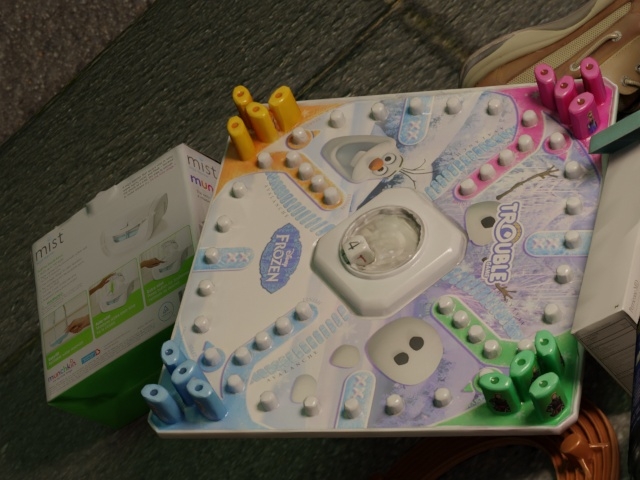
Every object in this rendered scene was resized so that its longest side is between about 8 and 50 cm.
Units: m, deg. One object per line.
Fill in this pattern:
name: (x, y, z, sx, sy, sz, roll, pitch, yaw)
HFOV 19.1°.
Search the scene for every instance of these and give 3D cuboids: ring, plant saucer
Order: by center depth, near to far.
ring: (0.106, 0.249, 1.592, 0.336, 0.032, 0.336, -37, 22, 18)
plant saucer: (0.309, -0.101, 1.731, 0.067, 0.018, 0.192, -30, -12, 31)

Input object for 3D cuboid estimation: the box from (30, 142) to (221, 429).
box: (-0.205, 0.055, 2.233, 0.262, 0.127, 0.231, -33, 50, 26)

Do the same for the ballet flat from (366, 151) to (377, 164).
ballet flat: (0.101, -0.047, 1.948, 0.096, 0.095, 0.280, -55, -21, 23)

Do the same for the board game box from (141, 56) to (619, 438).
board game box: (0.057, 0.000, 1.715, 0.390, 0.050, 0.390, -3, 51, 21)

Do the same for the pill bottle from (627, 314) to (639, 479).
pill bottle: (0.285, 0.132, 1.370, 0.123, 0.123, 0.219, -30, 26, 31)

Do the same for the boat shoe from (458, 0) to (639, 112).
boat shoe: (0.303, -0.184, 1.946, 0.324, 0.123, 0.116, -26, 60, 19)

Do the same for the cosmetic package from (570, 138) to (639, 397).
cosmetic package: (0.278, 0.020, 1.614, 0.060, 0.099, 0.239, -27, 27, 35)
